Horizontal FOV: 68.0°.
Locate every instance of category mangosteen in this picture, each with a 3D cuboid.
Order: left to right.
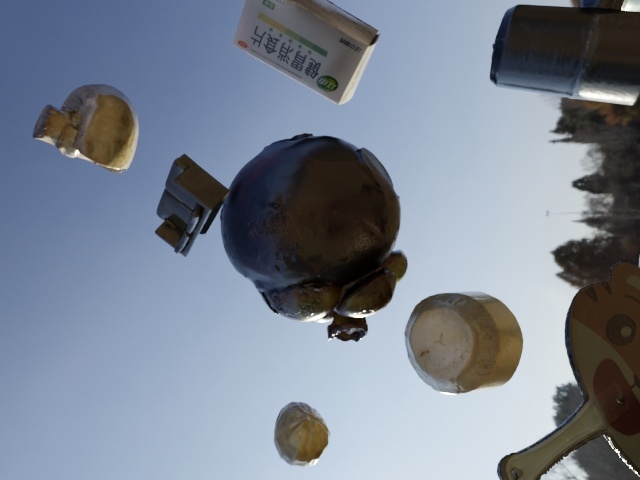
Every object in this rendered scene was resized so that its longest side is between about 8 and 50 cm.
[{"bbox_3d":[0.010,-0.021,0.989,0.421,0.381,0.381,43,-139,4],"label":"mangosteen"}]

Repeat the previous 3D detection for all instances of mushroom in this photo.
[{"bbox_3d":[-0.526,-0.271,1.086,0.195,0.253,0.189,24,-98,-45],"label":"mushroom"}]

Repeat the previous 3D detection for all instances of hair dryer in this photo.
[{"bbox_3d":[0.233,-0.231,0.398,0.071,0.124,0.219,-8,-65,-67],"label":"hair dryer"}]

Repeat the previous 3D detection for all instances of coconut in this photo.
[{"bbox_3d":[0.283,0.197,0.932,0.221,0.202,0.202,12,-101,-47],"label":"coconut"}]

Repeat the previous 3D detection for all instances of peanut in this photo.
[{"bbox_3d":[-0.052,0.484,1.200,0.305,0.146,0.147,107,176,-71],"label":"peanut"}]

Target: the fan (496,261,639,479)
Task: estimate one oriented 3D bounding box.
[{"bbox_3d":[0.190,0.104,0.305,0.226,0.008,0.153,-16,-105,-30],"label":"fan"}]

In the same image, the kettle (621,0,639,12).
[{"bbox_3d":[0.563,-0.500,0.709,0.247,0.341,0.320,-28,-78,-74],"label":"kettle"}]

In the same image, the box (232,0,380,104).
[{"bbox_3d":[-0.031,-0.508,1.191,0.332,0.173,0.145,29,-139,-4],"label":"box"}]

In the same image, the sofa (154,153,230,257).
[{"bbox_3d":[-0.196,-0.042,0.670,0.085,0.147,0.060,40,-130,-4],"label":"sofa"}]
